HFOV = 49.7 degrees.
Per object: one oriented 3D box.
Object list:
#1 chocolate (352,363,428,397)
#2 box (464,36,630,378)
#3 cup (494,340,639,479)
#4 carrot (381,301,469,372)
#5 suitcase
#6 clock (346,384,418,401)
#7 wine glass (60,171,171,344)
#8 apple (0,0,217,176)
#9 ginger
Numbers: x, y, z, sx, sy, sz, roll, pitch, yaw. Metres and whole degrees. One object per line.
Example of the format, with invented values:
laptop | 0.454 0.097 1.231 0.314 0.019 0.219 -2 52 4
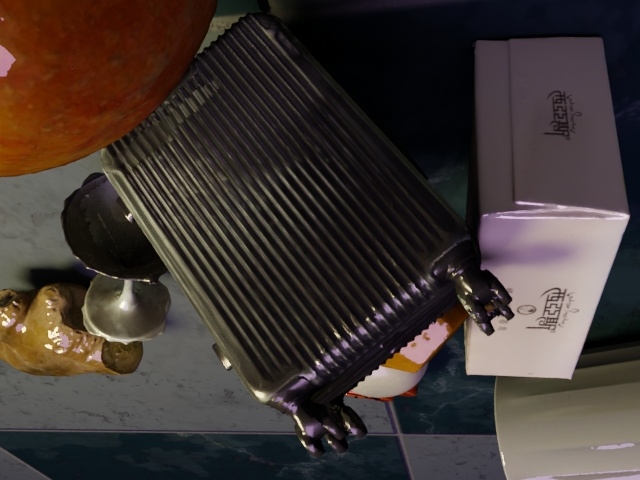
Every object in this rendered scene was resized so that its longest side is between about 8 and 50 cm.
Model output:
chocolate | 0.071 0.133 0.933 0.221 0.147 0.221 7 145 5
box | 0.197 -0.019 0.654 0.116 0.203 0.274 1 143 10
cup | 0.461 0.269 1.015 0.326 0.237 0.322 -16 168 27
carrot | 0.000 0.000 0.653 0.301 0.114 0.114 39 147 17
suitcase | -0.018 -0.015 0.535 0.202 0.312 0.128 -39 158 4
clock | 0.050 0.221 1.085 0.205 0.051 0.205 10 166 2
wine glass | -0.235 0.033 0.850 0.156 0.156 0.232 13 147 -10
apple | -0.206 -0.179 0.439 0.301 0.302 0.302 4 144 3
ginger | -0.417 0.141 1.034 0.270 0.123 0.219 -10 144 21
